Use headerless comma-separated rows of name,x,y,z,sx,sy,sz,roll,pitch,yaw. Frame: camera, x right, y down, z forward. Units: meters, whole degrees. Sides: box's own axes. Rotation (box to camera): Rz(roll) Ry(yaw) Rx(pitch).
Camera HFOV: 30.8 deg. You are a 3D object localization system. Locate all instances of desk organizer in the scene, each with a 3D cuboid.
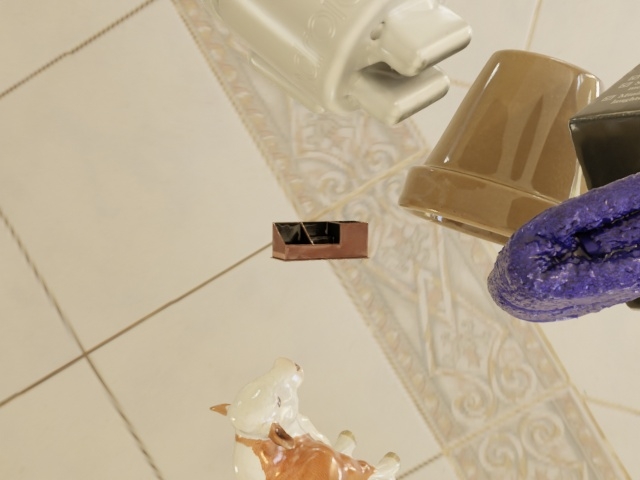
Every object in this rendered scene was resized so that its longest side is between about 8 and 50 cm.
desk organizer,0.000,0.000,1.587,0.130,0.047,0.050,-2,96,-26

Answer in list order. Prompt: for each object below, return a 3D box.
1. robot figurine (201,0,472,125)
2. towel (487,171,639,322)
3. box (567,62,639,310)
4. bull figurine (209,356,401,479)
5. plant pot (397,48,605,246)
robot figurine,-0.002,-0.281,1.292,0.353,0.199,0.300,41,135,20
towel,0.226,0.003,0.768,0.227,0.308,0.076,-22,82,5
box,0.478,-0.114,1.092,0.293,0.395,0.212,-1,118,49
bull figurine,0.001,0.262,1.087,0.101,0.188,0.310,-16,81,42
plant pot,0.256,-0.108,1.461,0.263,0.263,0.229,19,90,6
